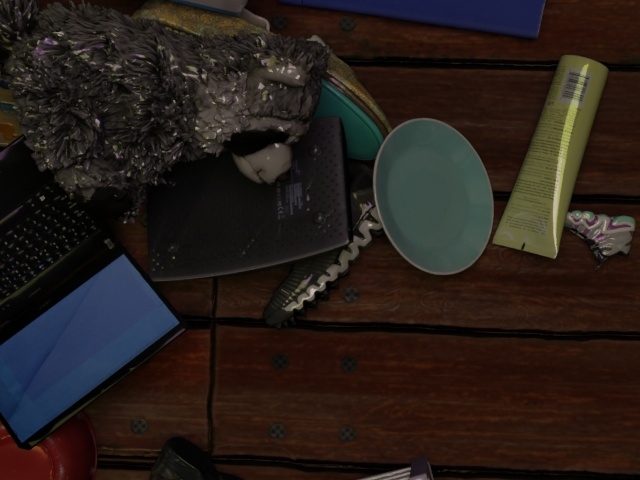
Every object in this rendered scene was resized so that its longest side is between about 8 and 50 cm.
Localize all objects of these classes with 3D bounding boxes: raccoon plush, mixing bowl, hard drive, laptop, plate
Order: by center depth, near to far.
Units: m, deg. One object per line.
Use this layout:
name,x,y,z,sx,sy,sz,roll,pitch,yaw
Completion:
raccoon plush,-0.198,-0.223,1.440,0.299,0.216,0.446,-34,114,18
laptop,-0.328,0.052,1.519,0.234,0.136,0.264,-37,113,-10
mixing bowl,-0.349,0.258,1.560,0.181,0.098,0.181,0,90,-9
hard drive,-0.082,-0.042,1.575,0.254,0.054,0.172,-11,70,20
hard drive,0.114,-0.350,1.580,0.318,0.210,0.040,9,45,3
plate,0.129,-0.050,1.585,0.188,0.024,0.188,9,75,-37

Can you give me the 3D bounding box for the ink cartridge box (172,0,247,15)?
ink cartridge box,-0.149,-0.435,1.528,0.198,0.197,0.270,11,62,-14

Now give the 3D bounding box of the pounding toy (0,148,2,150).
pounding toy,-0.449,-0.078,1.595,0.130,0.141,0.100,16,86,4

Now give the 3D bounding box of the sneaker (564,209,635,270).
sneaker,0.324,0.002,1.607,0.098,0.038,0.069,5,84,3

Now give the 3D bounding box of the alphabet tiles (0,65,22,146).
alphabet tiles,-0.388,-0.187,1.608,0.237,0.009,0.198,5,50,-13

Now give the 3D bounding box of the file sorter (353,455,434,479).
file sorter,0.058,0.356,1.463,0.173,0.278,0.193,-15,84,3

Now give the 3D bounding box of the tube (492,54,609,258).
tube,0.278,-0.100,1.610,0.062,0.070,0.240,19,85,-6

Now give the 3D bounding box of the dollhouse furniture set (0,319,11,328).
dollhouse furniture set,-0.456,0.107,1.634,0.151,0.123,0.144,26,86,-30

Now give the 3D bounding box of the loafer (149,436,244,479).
loafer,-0.125,0.304,1.591,0.170,0.062,0.061,38,109,9

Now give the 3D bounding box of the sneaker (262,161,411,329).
sneaker,0.000,0.000,1.604,0.106,0.078,0.234,42,83,8

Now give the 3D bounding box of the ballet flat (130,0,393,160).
ballet flat,-0.060,-0.211,1.616,0.348,0.123,0.123,22,86,2
